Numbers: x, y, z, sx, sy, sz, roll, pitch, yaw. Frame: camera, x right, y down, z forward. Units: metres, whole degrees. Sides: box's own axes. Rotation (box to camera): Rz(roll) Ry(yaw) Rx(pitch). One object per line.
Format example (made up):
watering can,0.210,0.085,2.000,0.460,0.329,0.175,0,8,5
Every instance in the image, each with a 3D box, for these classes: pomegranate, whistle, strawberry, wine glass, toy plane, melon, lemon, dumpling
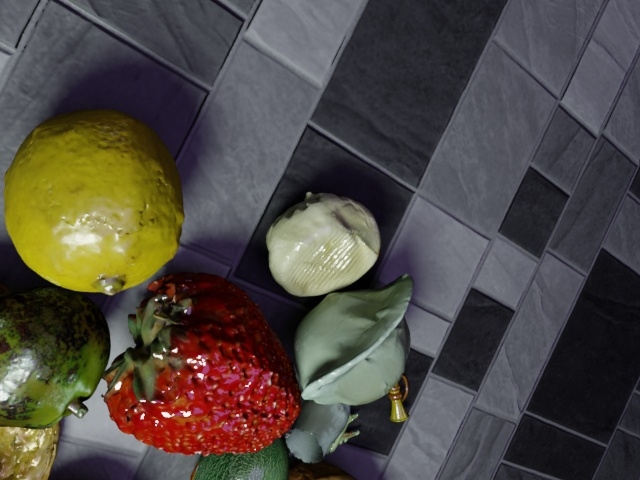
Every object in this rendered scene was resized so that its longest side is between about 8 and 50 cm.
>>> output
pomegranate,-0.455,0.159,0.824,0.276,0.222,0.204,12,79,0
whistle,0.188,0.366,1.326,0.057,0.046,0.109,-8,98,-10
strawberry,-0.171,0.221,0.975,0.351,0.267,0.312,34,53,-27
wine glass,0.017,0.339,1.141,0.222,0.103,0.103,-50,124,-50
toy plane,0.040,0.430,1.264,0.102,0.040,0.111,38,83,-26
melon,-0.156,0.466,1.092,0.182,0.182,0.288,28,89,-29
lemon,-0.332,-0.063,0.841,0.260,0.260,0.284,23,65,-29
dumpling,0.088,0.195,1.101,0.269,0.321,0.212,-24,121,8

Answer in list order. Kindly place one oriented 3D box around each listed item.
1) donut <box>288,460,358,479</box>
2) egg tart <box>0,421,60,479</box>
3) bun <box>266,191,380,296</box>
donut,-0.028,0.630,1.199,0.317,0.150,0.299,-23,116,-23
egg tart,-0.559,0.318,0.884,0.290,0.107,0.291,2,88,-50
bun,0.000,0.000,1.103,0.229,0.145,0.229,-16,141,-14
